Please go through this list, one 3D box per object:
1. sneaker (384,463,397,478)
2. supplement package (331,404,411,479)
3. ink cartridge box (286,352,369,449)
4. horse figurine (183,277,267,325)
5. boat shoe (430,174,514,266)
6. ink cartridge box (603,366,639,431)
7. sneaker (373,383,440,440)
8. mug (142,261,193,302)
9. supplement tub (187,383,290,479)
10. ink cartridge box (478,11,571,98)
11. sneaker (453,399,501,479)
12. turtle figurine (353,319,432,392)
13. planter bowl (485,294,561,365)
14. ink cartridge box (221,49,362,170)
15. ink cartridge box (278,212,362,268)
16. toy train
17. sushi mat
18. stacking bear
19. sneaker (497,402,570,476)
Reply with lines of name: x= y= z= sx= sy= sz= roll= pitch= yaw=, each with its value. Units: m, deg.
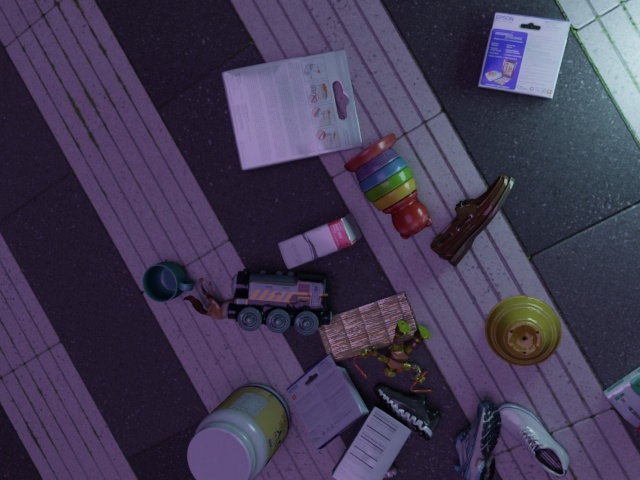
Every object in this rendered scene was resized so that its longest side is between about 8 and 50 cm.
sneaker: x=0.159 y=0.729 z=1.941 sx=0.170 sy=0.063 sz=0.074 roll=-11 pitch=92 yaw=14
supplement package: x=0.156 y=0.649 z=1.848 sx=0.134 sy=0.139 sz=0.244 roll=33 pitch=81 yaw=9
ink cartridge box: x=0.018 y=0.515 z=1.930 sx=0.223 sy=0.045 sz=0.224 roll=-43 pitch=59 yaw=22
horse figurine: x=-0.311 y=0.204 z=1.987 sx=0.263 sy=0.066 sz=0.174 roll=-6 pitch=112 yaw=7
boat shoe: x=0.432 y=-0.071 z=1.729 sx=0.104 sy=0.111 sz=0.307 roll=35 pitch=105 yaw=7
ink cartridge box: x=0.950 y=0.467 z=1.692 sx=0.181 sy=0.056 sz=0.224 roll=-43 pitch=84 yaw=17
sneaker: x=0.275 y=0.512 z=1.874 sx=0.234 sy=0.078 sz=0.106 roll=35 pitch=67 yaw=28
mug: x=-0.510 y=0.145 z=2.026 sx=0.158 sy=0.097 sz=0.129 roll=41 pitch=105 yaw=6
supplement tub: x=-0.252 y=0.618 z=1.897 sx=0.241 sy=0.331 sz=0.241 roll=2 pitch=98 yaw=15
ink cartridge box: x=0.564 y=-0.512 z=1.667 sx=0.206 sy=0.045 sz=0.208 roll=14 pitch=102 yaw=13
sneaker: x=0.459 y=0.607 z=1.811 sx=0.122 sy=0.110 sz=0.283 roll=17 pitch=108 yaw=42
turtle figurine: x=0.255 y=0.354 z=1.848 sx=0.270 sy=0.087 sz=0.217 roll=24 pitch=118 yaw=-2
planter bowl: x=0.590 y=0.275 z=1.744 sx=0.217 sy=0.090 sz=0.217 roll=2 pitch=99 yaw=16
ink cartridge box: x=-0.087 y=-0.400 z=1.862 sx=0.385 sy=0.091 sz=0.308 roll=-11 pitch=94 yaw=0
ink cartridge box: x=0.000 y=0.000 z=1.833 sx=0.218 sy=0.158 sz=0.092 roll=-23 pitch=92 yaw=17
toy train: x=-0.126 y=0.188 z=1.884 sx=0.334 sy=0.142 sz=0.190 roll=4 pitch=93 yaw=0
sushi mat: x=0.148 y=0.280 z=1.904 sx=0.317 sy=0.019 sz=0.151 roll=-21 pitch=91 yaw=17
stacking bear: x=0.214 y=-0.145 z=1.763 sx=0.175 sy=0.164 sz=0.289 roll=-33 pitch=93 yaw=17
sneaker: x=0.632 y=0.587 z=1.773 sx=0.258 sy=0.091 sz=0.094 roll=40 pitch=106 yaw=9
